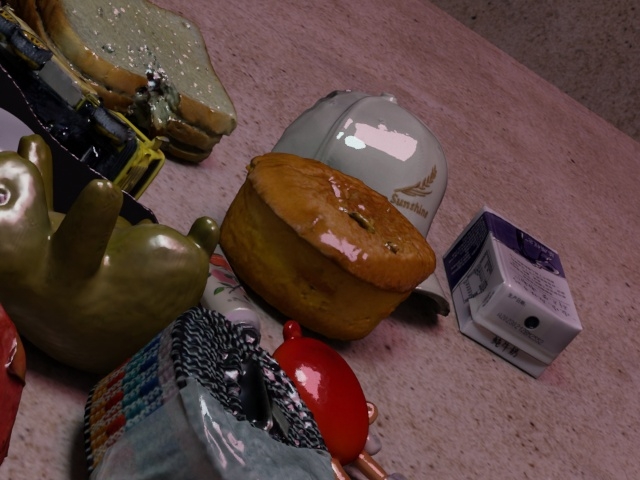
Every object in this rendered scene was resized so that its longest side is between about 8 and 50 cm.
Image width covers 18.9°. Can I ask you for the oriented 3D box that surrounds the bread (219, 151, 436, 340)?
[{"bbox_3d":[0.000,0.000,2.214,0.268,0.145,0.268,32,17,-11],"label":"bread"}]

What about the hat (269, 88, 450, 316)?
[{"bbox_3d":[0.090,-0.047,2.428,0.258,0.168,0.301,16,34,-38],"label":"hat"}]

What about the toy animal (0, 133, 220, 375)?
[{"bbox_3d":[-0.266,-0.008,1.711,0.363,0.180,0.181,30,-7,-34],"label":"toy animal"}]

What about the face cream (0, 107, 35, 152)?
[{"bbox_3d":[-0.330,-0.068,1.850,0.117,0.104,0.117,33,22,-15],"label":"face cream"}]

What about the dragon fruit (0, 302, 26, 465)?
[{"bbox_3d":[-0.335,0.087,1.447,0.317,0.152,0.205,29,24,-25],"label":"dragon fruit"}]

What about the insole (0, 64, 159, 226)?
[{"bbox_3d":[-0.304,-0.087,1.930,0.348,0.119,0.009,40,2,-9],"label":"insole"}]

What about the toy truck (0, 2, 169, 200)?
[{"bbox_3d":[-0.287,-0.135,2.049,0.272,0.124,0.157,42,10,19],"label":"toy truck"}]

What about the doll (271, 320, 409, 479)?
[{"bbox_3d":[0.004,0.185,1.918,0.217,0.085,0.183,59,25,4],"label":"doll"}]

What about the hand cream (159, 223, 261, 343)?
[{"bbox_3d":[-0.113,0.048,2.067,0.080,0.050,0.234,21,20,-30],"label":"hand cream"}]

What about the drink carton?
[{"bbox_3d":[0.254,0.067,2.560,0.134,0.102,0.222,34,20,-19],"label":"drink carton"}]

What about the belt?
[{"bbox_3d":[-0.093,0.184,1.656,0.207,0.150,0.257,39,19,-29],"label":"belt"}]

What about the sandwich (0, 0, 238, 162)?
[{"bbox_3d":[-0.244,-0.219,2.335,0.273,0.095,0.249,23,29,-38],"label":"sandwich"}]
